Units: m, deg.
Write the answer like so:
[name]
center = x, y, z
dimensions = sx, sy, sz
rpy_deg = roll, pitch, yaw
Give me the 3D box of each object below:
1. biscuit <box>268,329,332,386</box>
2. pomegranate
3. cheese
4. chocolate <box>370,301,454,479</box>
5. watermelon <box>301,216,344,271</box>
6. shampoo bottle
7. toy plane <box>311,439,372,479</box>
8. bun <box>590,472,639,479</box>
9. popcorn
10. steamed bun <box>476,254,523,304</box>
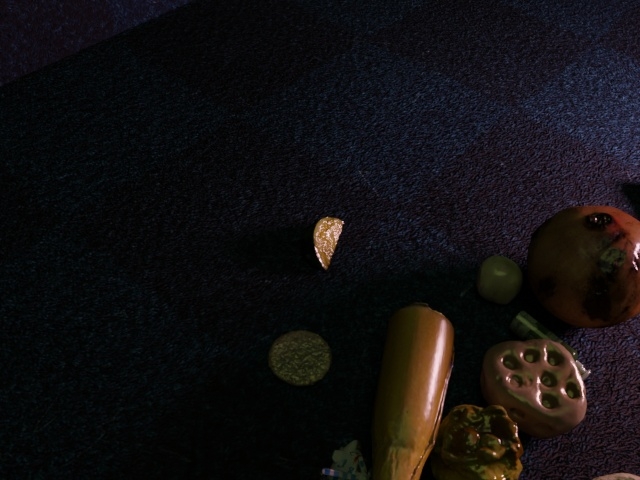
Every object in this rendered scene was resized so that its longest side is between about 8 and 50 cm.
[biscuit]
center = -0.047, 0.274, 1.384
dimensions = 0.152, 0.020, 0.152
rpy_deg = 3, 49, -3
[pomegranate]
center = 0.661, 0.060, 1.448
dimensions = 0.322, 0.322, 0.322
rpy_deg = 2, 49, -2
[cheese]
center = 0.472, 0.319, 1.309
dimensions = 0.218, 0.117, 0.235
rpy_deg = -31, 57, -24
[chocolate]
center = 0.184, 0.350, 1.238
dimensions = 0.162, 0.162, 0.445
rpy_deg = 13, 48, 8
[watermelon]
center = -0.009, 0.001, 1.613
dimensions = 0.092, 0.075, 0.181
rpy_deg = 42, 46, -26
[shampoo bottle]
center = 0.547, 0.255, 1.409
dimensions = 0.065, 0.065, 0.204
rpy_deg = -33, 59, -27
[toy plane]
center = 0.034, 0.524, 1.149
dimensions = 0.182, 0.107, 0.273
rpy_deg = 29, 62, -35
[bun]
center = 0.562, 0.560, 1.089
dimensions = 0.244, 0.153, 0.243
rpy_deg = -7, 40, 6
[popcorn]
center = 0.313, 0.429, 1.189
dimensions = 0.198, 0.155, 0.197
rpy_deg = -3, 60, 4
[steamed bun]
center = 0.464, 0.094, 1.522
dimensions = 0.113, 0.091, 0.130
rpy_deg = 18, 50, 10
